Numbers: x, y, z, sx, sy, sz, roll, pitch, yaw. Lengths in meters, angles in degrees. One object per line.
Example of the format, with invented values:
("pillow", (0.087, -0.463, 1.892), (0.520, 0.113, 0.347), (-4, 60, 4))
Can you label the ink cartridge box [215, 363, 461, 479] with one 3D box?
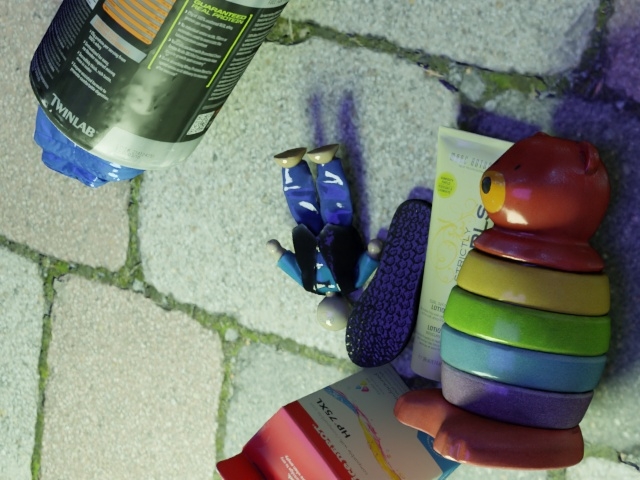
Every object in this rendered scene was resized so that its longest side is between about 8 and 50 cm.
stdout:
("ink cartridge box", (0.021, 0.214, 1.669), (0.134, 0.231, 0.078), (51, 124, 14))

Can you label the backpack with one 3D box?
("backpack", (-0.233, -0.110, 1.859), (0.120, 0.098, 0.101), (21, 122, 16))

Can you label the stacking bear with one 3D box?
("stacking bear", (0.187, 0.046, 1.565), (0.175, 0.164, 0.289), (-149, 68, -70))

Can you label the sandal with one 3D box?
("sandal", (0.079, 0.046, 1.715), (0.067, 0.040, 0.179), (25, 99, 22))

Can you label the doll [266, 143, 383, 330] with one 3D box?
("doll", (0.000, 0.000, 1.749), (0.129, 0.046, 0.189), (-5, 104, 26))

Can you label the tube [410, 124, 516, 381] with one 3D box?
("tube", (0.133, 0.015, 1.655), (0.070, 0.062, 0.240), (7, 104, -12))

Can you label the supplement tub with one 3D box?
("supplement tub", (-0.141, -0.240, 1.701), (0.193, 0.194, 0.316), (47, 122, 17))
